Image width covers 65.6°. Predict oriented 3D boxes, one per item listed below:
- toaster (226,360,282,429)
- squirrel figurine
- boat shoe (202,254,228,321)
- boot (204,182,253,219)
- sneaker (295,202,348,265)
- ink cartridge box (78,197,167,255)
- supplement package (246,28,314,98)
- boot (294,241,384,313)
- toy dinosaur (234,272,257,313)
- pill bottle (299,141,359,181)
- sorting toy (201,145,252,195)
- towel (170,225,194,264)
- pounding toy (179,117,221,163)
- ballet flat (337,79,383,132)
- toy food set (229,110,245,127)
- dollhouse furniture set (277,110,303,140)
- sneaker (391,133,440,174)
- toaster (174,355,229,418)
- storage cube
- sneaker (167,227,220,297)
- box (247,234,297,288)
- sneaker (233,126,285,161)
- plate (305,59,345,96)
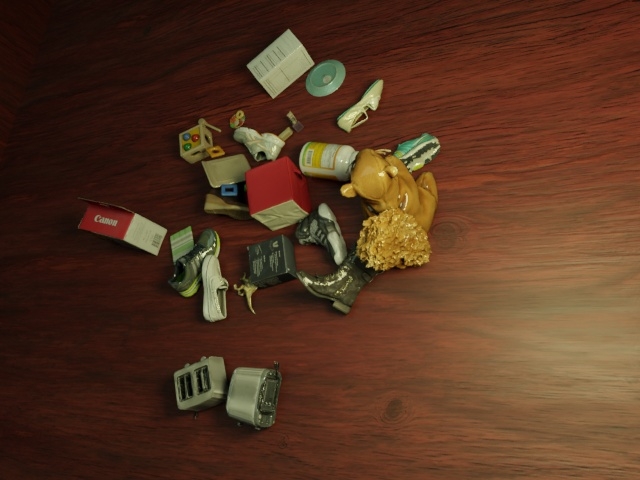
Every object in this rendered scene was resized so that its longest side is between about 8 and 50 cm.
[{"bbox_3d":[-0.229,0.522,1.704,0.146,0.129,0.227,-1,71,28],"label":"toaster"},{"bbox_3d":[0.223,-0.103,1.595,0.280,0.370,0.397,-15,64,20],"label":"squirrel figurine"},{"bbox_3d":[-0.407,0.182,1.948,0.088,0.096,0.268,-10,67,18],"label":"boat shoe"},{"bbox_3d":[-0.355,-0.197,2.082,0.248,0.090,0.207,8,60,12],"label":"boot"},{"bbox_3d":[0.000,0.000,1.825,0.153,0.101,0.269,-27,55,15],"label":"sneaker"},{"bbox_3d":[-0.890,-0.061,2.173,0.309,0.272,0.130,11,75,29],"label":"ink cartridge box"},{"bbox_3d":[-0.177,-0.779,2.199,0.244,0.139,0.134,-38,60,7],"label":"supplement package"},{"bbox_3d":[0.068,0.103,1.697,0.229,0.262,0.091,-56,17,1],"label":"boot"},{"bbox_3d":[-0.282,0.186,1.909,0.092,0.053,0.183,-3,69,23],"label":"toy dinosaur"},{"bbox_3d":[0.055,-0.298,1.894,0.245,0.136,0.137,12,75,29],"label":"pill bottle"},{"bbox_3d":[-0.389,-0.288,2.105,0.195,0.047,0.348,-12,47,-20],"label":"sorting toy"},{"bbox_3d":[-0.592,0.024,2.146,0.113,0.023,0.152,-24,59,13],"label":"towel"},{"bbox_3d":[-0.557,-0.489,2.291,0.181,0.094,0.206,-20,63,17],"label":"pounding toy"},{"bbox_3d":[0.176,-0.526,1.972,0.248,0.086,0.086,-43,58,6],"label":"ballet flat"},{"bbox_3d":[-0.381,-0.551,2.274,0.083,0.020,0.083,-26,61,14],"label":"toy food set"},{"bbox_3d":[-0.150,-0.491,2.112,0.114,0.091,0.081,-40,43,10],"label":"dollhouse furniture set"},{"bbox_3d":[0.303,-0.296,1.814,0.275,0.107,0.110,-28,41,8],"label":"sneaker"},{"bbox_3d":[-0.431,0.530,1.808,0.168,0.110,0.186,-25,61,16],"label":"toaster"},{"bbox_3d":[-0.162,-0.175,1.922,0.214,0.183,0.193,-19,64,17],"label":"storage cube"},{"bbox_3d":[-0.513,0.082,2.021,0.111,0.121,0.300,18,78,30],"label":"sneaker"},{"bbox_3d":[-0.181,0.083,1.878,0.158,0.093,0.156,-18,63,19],"label":"box"},{"bbox_3d":[-0.283,-0.405,2.127,0.262,0.099,0.121,18,83,31],"label":"sneaker"},{"bbox_3d":[0.017,-0.708,2.145,0.188,0.024,0.188,-10,65,22],"label":"plate"}]
